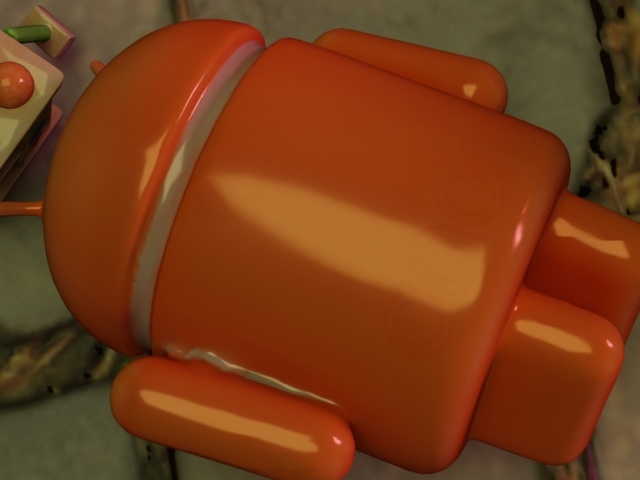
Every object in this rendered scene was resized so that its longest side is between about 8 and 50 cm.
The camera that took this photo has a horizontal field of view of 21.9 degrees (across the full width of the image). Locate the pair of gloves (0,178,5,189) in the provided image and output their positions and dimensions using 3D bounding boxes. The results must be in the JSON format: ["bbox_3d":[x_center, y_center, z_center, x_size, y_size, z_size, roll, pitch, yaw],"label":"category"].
[{"bbox_3d":[-0.218,-0.069,0.647,0.159,0.023,0.198,-18,80,-10],"label":"pair of gloves"}]

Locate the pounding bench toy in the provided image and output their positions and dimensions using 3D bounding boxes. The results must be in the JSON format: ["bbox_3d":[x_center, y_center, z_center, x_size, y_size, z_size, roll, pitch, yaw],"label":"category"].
[{"bbox_3d":[-0.121,-0.060,0.609,0.052,0.065,0.083,34,75,-2],"label":"pounding bench toy"}]

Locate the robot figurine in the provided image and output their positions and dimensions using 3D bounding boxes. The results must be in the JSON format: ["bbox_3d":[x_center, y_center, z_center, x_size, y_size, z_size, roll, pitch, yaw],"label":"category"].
[{"bbox_3d":[0.001,-0.001,0.570,0.219,0.128,0.158,21,92,9],"label":"robot figurine"}]
